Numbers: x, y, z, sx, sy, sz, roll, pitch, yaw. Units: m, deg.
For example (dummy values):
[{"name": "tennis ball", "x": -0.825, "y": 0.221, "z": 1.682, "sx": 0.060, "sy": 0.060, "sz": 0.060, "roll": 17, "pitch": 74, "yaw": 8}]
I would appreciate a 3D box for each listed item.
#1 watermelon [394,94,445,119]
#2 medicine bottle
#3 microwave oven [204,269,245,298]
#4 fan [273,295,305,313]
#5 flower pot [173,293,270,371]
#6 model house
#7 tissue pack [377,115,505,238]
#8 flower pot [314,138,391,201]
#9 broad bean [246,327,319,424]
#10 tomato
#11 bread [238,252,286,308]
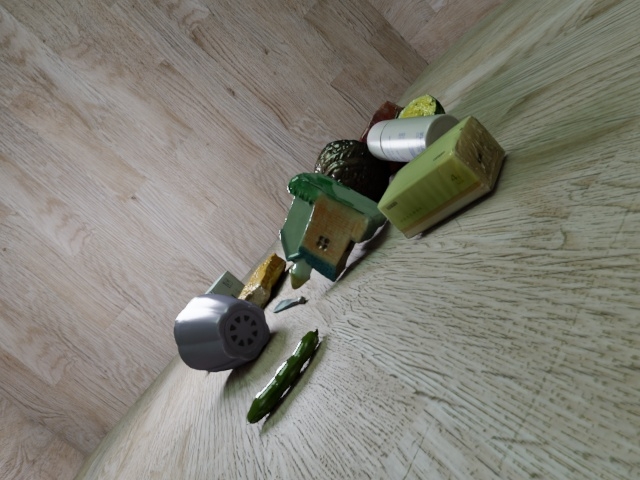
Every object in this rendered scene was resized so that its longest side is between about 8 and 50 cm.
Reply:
[{"name": "watermelon", "x": 0.331, "y": -0.363, "z": 1.505, "sx": 0.232, "sy": 0.127, "sz": 0.204, "roll": -4, "pitch": 71, "yaw": 61}, {"name": "medicine bottle", "x": 0.258, "y": -0.296, "z": 1.347, "sx": 0.130, "sy": 0.130, "sz": 0.341, "roll": -50, "pitch": 25, "yaw": -9}, {"name": "microwave oven", "x": -0.417, "y": 0.270, "z": 2.114, "sx": 0.122, "sy": 0.208, "sz": 0.162, "roll": -37, "pitch": 14, "yaw": 48}, {"name": "fan", "x": -0.107, "y": 0.215, "z": 1.526, "sx": 0.057, "sy": 0.023, "sz": 0.282, "roll": -50, "pitch": 8, "yaw": -22}, {"name": "flower pot", "x": -0.302, "y": 0.291, "z": 1.450, "sx": 0.243, "sy": 0.265, "sz": 0.265, "roll": -17, "pitch": 31, "yaw": 53}, {"name": "model house", "x": 0.000, "y": 0.000, "z": 1.340, "sx": 0.194, "sy": 0.267, "sz": 0.325, "roll": -19, "pitch": -42, "yaw": -64}, {"name": "tissue pack", "x": 0.252, "y": -0.130, "z": 0.966, "sx": 0.234, "sy": 0.125, "sz": 0.159, "roll": -36, "pitch": 15, "yaw": 49}, {"name": "flower pot", "x": 0.079, "y": -0.161, "z": 1.550, "sx": 0.266, "sy": 0.266, "sz": 0.267, "roll": -33, "pitch": 29, "yaw": 58}, {"name": "broad bean", "x": -0.075, "y": 0.291, "z": 0.988, "sx": 0.255, "sy": 0.046, "sz": 0.065, "roll": -50, "pitch": 3, "yaw": -22}, {"name": "tomato", "x": 0.257, "y": -0.340, "z": 1.688, "sx": 0.309, "sy": 0.170, "sz": 0.309, "roll": -51, "pitch": -27, "yaw": -38}, {"name": "bread", "x": -0.250, "y": 0.202, "z": 1.962, "sx": 0.185, "sy": 0.109, "sz": 0.380, "roll": -38, "pitch": 14, "yaw": 27}]
